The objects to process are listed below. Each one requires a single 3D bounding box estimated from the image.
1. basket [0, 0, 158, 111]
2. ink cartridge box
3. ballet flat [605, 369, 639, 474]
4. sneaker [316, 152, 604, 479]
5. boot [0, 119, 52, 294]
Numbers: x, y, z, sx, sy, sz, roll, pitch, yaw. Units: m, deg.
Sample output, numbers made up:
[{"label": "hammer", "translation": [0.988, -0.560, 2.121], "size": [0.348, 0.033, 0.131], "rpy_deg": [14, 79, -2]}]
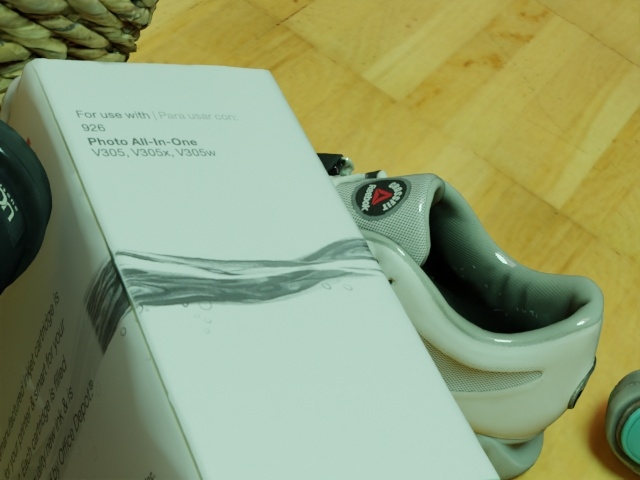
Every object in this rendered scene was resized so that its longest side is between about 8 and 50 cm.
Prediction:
[{"label": "basket", "translation": [-0.263, -0.109, 0.669], "size": [0.299, 0.223, 0.213], "rpy_deg": [30, 8, 21]}, {"label": "ink cartridge box", "translation": [-0.050, 0.096, 0.515], "size": [0.121, 0.211, 0.289], "rpy_deg": [-3, 49, -32]}, {"label": "ballet flat", "translation": [0.264, 0.141, 0.745], "size": [0.213, 0.072, 0.068], "rpy_deg": [31, 18, 2]}, {"label": "sneaker", "translation": [0.000, 0.000, 0.695], "size": [0.330, 0.146, 0.122], "rpy_deg": [22, 43, -2]}, {"label": "boot", "translation": [-0.201, 0.063, 0.393], "size": [0.094, 0.246, 0.207], "rpy_deg": [54, 14, -17]}]
